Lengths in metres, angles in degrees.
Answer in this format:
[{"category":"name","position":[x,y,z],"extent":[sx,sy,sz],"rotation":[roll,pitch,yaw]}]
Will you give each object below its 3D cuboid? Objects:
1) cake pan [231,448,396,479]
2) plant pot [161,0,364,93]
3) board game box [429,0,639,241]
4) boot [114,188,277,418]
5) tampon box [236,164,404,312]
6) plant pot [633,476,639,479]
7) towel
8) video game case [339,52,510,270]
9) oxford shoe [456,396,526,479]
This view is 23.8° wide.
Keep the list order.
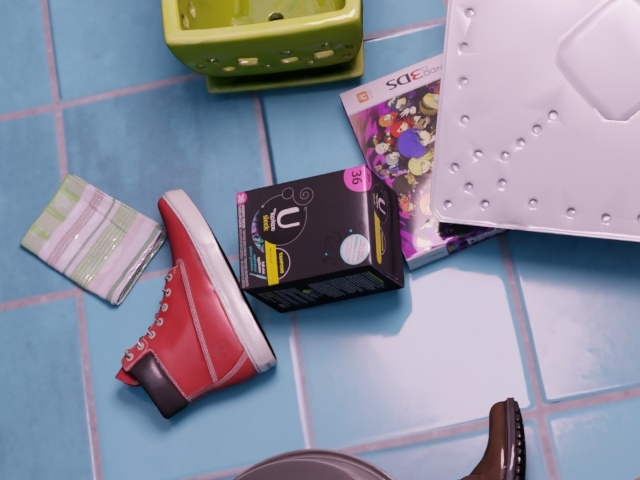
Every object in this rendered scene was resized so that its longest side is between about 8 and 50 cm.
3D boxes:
[{"category":"cake pan","position":[-0.020,0.362,1.612],"extent":[0.293,0.054,0.293],"rotation":[-6,71,17]},{"category":"plant pot","position":[-0.057,-0.298,1.794],"extent":[0.228,0.207,0.227],"rotation":[-6,70,6]},{"category":"board game box","position":[0.329,-0.196,1.649],"extent":[0.390,0.050,0.390],"rotation":[6,93,17]},{"category":"boot","position":[-0.178,0.073,1.749],"extent":[0.176,0.088,0.244],"rotation":[-26,72,1]},{"category":"tampon box","position":[0.000,0.000,1.714],"extent":[0.161,0.101,0.120],"rotation":[-13,68,21]},{"category":"plant pot","position":[0.371,0.358,1.474],"extent":[0.291,0.291,0.203],"rotation":[11,56,12]},{"category":"towel","position":[-0.273,-0.003,1.821],"extent":[0.152,0.023,0.113],"rotation":[30,77,18]},{"category":"video game case","position":[0.158,-0.108,1.781],"extent":[0.210,0.042,0.232],"rotation":[-21,69,3]},{"category":"oxford shoe","position":[0.168,0.273,1.625],"extent":[0.096,0.083,0.227],"rotation":[9,71,16]}]
